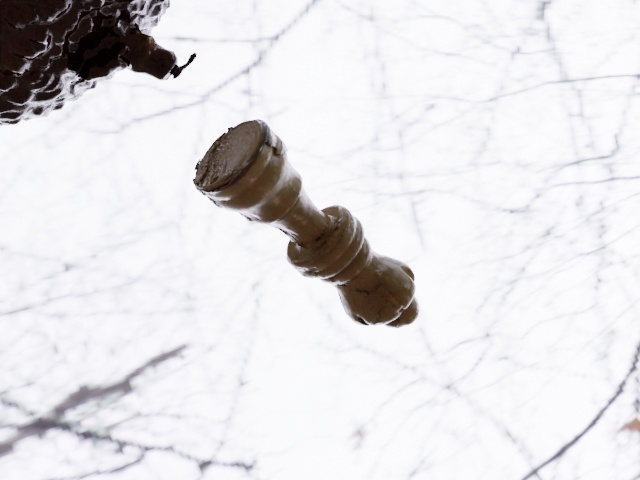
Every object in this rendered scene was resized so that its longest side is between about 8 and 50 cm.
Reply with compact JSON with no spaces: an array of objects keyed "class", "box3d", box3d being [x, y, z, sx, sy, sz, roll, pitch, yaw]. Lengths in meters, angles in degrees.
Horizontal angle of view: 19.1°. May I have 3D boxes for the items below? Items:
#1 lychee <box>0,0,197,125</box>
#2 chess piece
[{"class":"lychee","box3d":[-0.231,-0.213,1.480,0.300,0.264,0.264,34,-73,10]},{"class":"chess piece","box3d":[0.000,-0.001,1.157,0.060,0.060,0.172,-34,-58,22]}]
